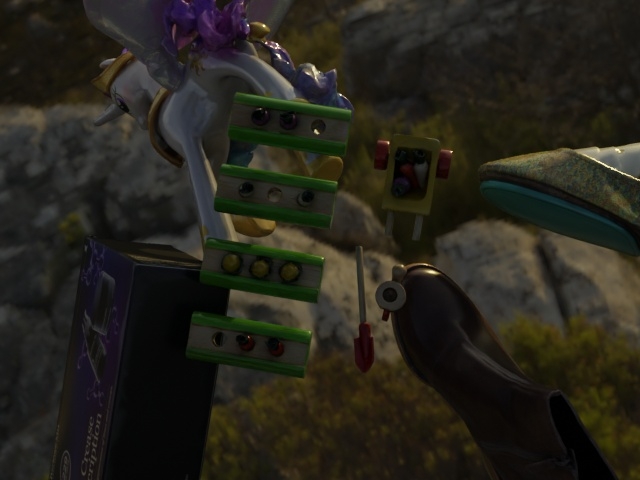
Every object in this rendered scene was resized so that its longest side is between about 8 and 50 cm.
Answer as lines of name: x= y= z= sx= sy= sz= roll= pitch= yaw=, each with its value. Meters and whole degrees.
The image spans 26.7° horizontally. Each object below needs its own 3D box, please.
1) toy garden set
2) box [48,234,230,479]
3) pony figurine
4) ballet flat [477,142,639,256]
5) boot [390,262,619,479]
toy garden set: x=0.000 y=0.000 z=1.188 sx=0.203 sy=0.049 sz=0.244 roll=9 pitch=84 yaw=5
box: x=-0.180 y=0.139 z=1.306 sx=0.103 sy=0.261 sz=0.184 roll=7 pitch=4 yaw=-23
pony figurine: x=-0.116 y=-0.187 z=1.441 sx=0.302 sy=0.351 sz=0.363 roll=0 pitch=38 yaw=-42
ballet flat: x=0.319 y=-0.027 z=1.248 sx=0.348 sy=0.123 sz=0.123 roll=25 pitch=55 yaw=23
boot: x=0.164 y=0.125 z=1.178 sx=0.090 sy=0.248 sz=0.207 roll=-30 pitch=4 yaw=-17
